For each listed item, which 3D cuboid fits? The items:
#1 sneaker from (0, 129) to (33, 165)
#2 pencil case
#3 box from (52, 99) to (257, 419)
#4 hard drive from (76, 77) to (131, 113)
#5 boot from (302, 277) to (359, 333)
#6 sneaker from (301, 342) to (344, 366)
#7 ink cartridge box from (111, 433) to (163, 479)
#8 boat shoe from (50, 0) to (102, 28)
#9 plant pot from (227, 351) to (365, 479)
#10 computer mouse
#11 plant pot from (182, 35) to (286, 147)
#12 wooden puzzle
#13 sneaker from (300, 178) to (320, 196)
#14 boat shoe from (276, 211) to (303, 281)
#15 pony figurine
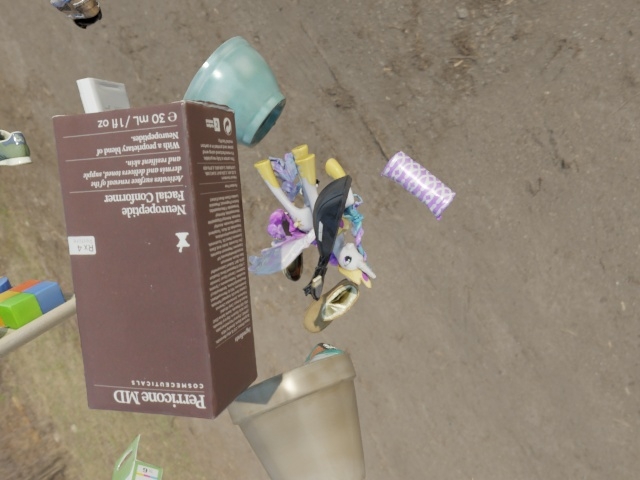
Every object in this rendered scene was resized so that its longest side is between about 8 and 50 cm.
[{"bbox_3d":[-0.781,-0.230,1.264,0.192,0.064,0.086,6,108,33],"label":"sneaker"},{"bbox_3d":[0.256,-0.148,1.350,0.206,0.086,0.088,40,127,11],"label":"pencil case"},{"bbox_3d":[-0.208,0.023,0.669,0.191,0.143,0.380,-2,99,17],"label":"box"},{"bbox_3d":[-0.483,-0.226,1.237,0.040,0.203,0.307,-11,102,4],"label":"hard drive"},{"bbox_3d":[0.022,0.202,1.520,0.089,0.269,0.236,40,94,3],"label":"boot"},{"bbox_3d":[0.021,0.421,1.865,0.108,0.121,0.302,36,149,-10],"label":"sneaker"},{"bbox_3d":[-0.345,0.481,0.933,0.062,0.209,0.109,28,116,-24],"label":"ink cartridge box"},{"bbox_3d":[-0.423,-0.407,0.892,0.066,0.066,0.183,57,171,-30],"label":"boat shoe"},{"bbox_3d":[-0.033,0.454,1.209,0.323,0.323,0.280,-39,66,47],"label":"plant pot"},{"bbox_3d":[0.000,0.000,1.013,0.060,0.184,0.262,16,141,2],"label":"computer mouse"},{"bbox_3d":[-0.221,-0.381,1.421,0.196,0.293,0.293,37,136,-1],"label":"plant pot"},{"bbox_3d":[-0.628,0.150,0.907,0.348,0.322,0.080,-3,112,33],"label":"wooden puzzle"},{"bbox_3d":[-0.035,-0.179,1.724,0.040,0.109,0.044,44,124,-9],"label":"sneaker"},{"bbox_3d":[-0.099,0.027,1.798,0.095,0.095,0.257,-122,21,-61],"label":"boat shoe"},{"bbox_3d":[-0.027,-0.050,1.295,0.351,0.303,0.363,6,125,52],"label":"pony figurine"}]
